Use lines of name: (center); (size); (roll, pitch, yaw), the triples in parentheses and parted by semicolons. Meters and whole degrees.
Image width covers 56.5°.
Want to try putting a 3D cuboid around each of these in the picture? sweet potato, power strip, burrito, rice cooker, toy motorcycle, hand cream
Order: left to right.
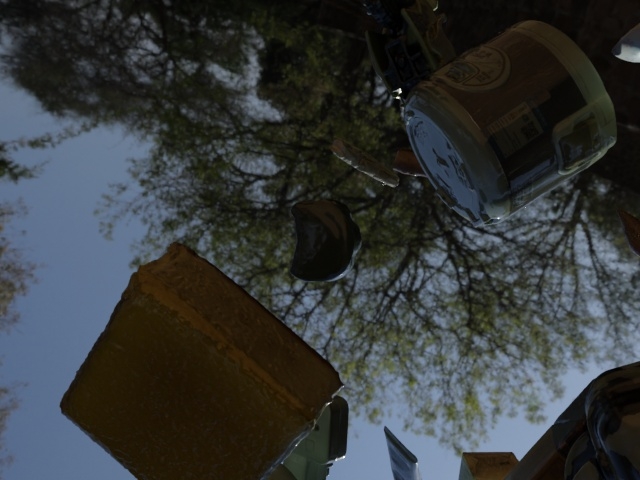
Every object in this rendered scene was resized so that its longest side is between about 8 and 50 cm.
power strip: (-0.020, 0.533, 1.604); (0.141, 0.261, 0.229); (4, 178, -44)
burrito: (0.104, -0.180, 1.381); (0.185, 0.045, 0.041); (27, 174, -21)
hand cream: (0.234, 0.616, 1.631); (0.077, 0.341, 0.124); (-35, -129, -18)
toy motorcycle: (0.215, -0.404, 1.324); (0.168, 0.410, 0.237); (-19, -171, 39)
sweet potato: (0.291, -0.133, 1.233); (0.281, 0.059, 0.067); (16, -175, 2)
rice cooker: (0.308, -0.192, 0.982); (0.277, 0.288, 0.288); (-31, -151, -3)
sweet potato: (0.706, 0.022, 1.279); (0.051, 0.065, 0.218); (9, -124, -55)

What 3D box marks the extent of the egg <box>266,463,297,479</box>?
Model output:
egg: (-0.111, 0.667, 1.293); (0.229, 0.230, 0.371); (2, -117, -31)

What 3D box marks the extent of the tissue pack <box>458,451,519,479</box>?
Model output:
tissue pack: (0.471, 0.718, 1.665); (0.159, 0.234, 0.125); (2, -162, -6)

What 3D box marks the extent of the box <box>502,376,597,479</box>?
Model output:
box: (0.437, 0.461, 0.970); (0.264, 0.415, 0.116); (37, -168, 13)

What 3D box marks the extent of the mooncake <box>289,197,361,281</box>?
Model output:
mooncake: (0.000, 0.000, 1.205); (0.168, 0.175, 0.104); (36, -167, 8)

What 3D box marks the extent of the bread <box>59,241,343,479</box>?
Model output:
bread: (-0.188, 0.225, 0.889); (0.333, 0.324, 0.143); (40, -156, 2)

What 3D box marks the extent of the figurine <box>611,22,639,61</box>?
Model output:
figurine: (0.543, -0.182, 0.800); (0.316, 0.206, 0.284); (56, 171, 8)

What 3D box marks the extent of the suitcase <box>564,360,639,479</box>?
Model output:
suitcase: (0.478, 0.314, 0.730); (0.339, 0.352, 0.194); (-21, -176, 20)
